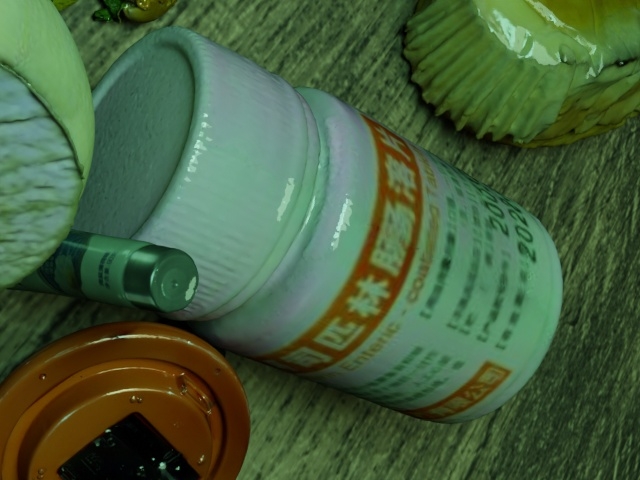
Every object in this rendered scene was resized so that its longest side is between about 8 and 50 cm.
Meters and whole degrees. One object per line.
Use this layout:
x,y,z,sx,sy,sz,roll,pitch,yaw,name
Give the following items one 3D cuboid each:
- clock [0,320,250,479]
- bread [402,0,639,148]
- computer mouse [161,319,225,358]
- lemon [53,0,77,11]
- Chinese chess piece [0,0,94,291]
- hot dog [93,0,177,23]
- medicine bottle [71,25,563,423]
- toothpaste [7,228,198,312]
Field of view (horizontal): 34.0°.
-0.147,0.152,0.757,0.205,0.051,0.205,-10,118,-20,clock
0.256,-0.223,1.131,0.388,0.183,0.236,-6,75,-35,bread
-0.122,0.107,0.842,0.135,0.047,0.079,-42,114,-37,computer mouse
-0.204,-0.205,0.786,0.092,0.065,0.065,-42,119,-73,lemon
-0.264,-0.063,0.588,0.270,0.270,0.112,21,40,-38,Chinese chess piece
-0.119,-0.246,0.868,0.072,0.055,0.188,54,55,-26,hot dog
0.000,0.000,0.842,0.388,0.219,0.219,27,70,-37,medicine bottle
-0.167,0.013,0.682,0.039,0.239,0.062,14,85,-45,toothpaste
